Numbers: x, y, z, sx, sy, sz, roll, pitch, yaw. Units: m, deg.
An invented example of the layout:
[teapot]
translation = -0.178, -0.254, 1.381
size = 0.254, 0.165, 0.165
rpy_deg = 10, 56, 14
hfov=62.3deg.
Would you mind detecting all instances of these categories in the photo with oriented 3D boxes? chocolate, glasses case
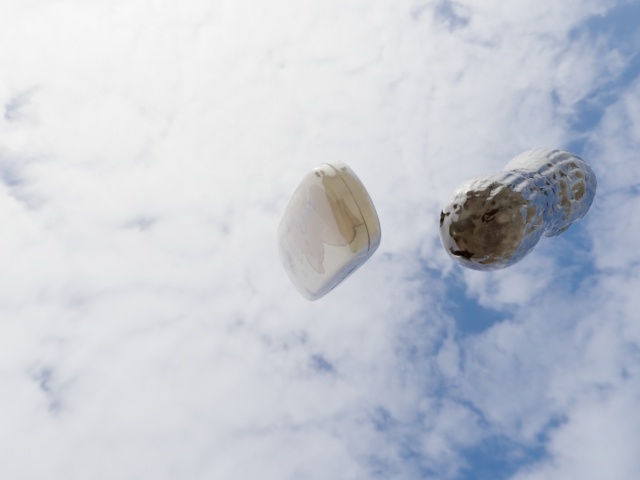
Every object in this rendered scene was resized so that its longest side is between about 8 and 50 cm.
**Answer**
[chocolate]
translation = 0.221, -0.041, 0.581
size = 0.248, 0.110, 0.110
rpy_deg = -22, -78, -42
[glasses case]
translation = 0.000, 0.000, 0.455
size = 0.051, 0.204, 0.081
rpy_deg = -26, -102, -20
